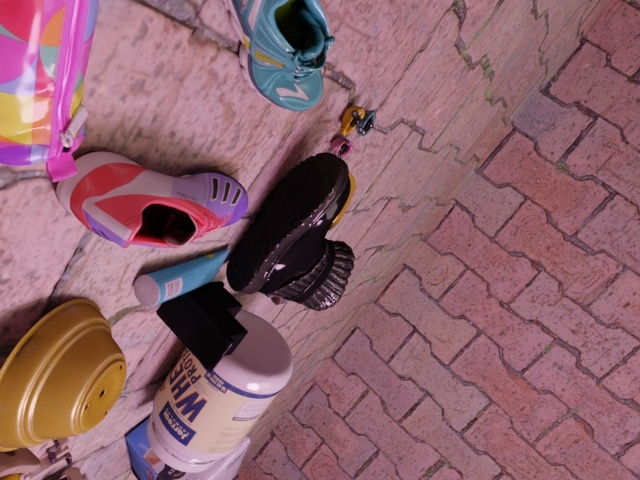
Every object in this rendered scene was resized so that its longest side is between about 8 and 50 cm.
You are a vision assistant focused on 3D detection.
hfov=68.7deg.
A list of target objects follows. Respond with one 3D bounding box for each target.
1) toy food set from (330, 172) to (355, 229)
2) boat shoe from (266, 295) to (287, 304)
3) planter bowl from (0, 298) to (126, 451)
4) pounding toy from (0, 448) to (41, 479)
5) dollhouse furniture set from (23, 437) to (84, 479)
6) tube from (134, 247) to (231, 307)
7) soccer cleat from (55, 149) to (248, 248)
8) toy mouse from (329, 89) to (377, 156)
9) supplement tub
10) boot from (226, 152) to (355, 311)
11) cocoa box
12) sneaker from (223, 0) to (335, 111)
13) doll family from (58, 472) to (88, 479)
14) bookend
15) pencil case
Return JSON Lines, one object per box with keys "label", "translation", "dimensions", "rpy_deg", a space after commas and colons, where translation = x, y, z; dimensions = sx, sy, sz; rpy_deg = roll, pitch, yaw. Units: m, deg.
{"label": "toy food set", "translation": [-0.012, -0.082, 1.026], "dimensions": [0.128, 0.071, 0.218], "rpy_deg": [0, 132, -34]}
{"label": "boat shoe", "translation": [-0.117, 0.105, 1.163], "dimensions": [0.066, 0.066, 0.183], "rpy_deg": [-32, 146, -31]}
{"label": "planter bowl", "translation": [-0.337, 0.198, 0.651], "dimensions": [0.217, 0.090, 0.217], "rpy_deg": [20, 90, -84]}
{"label": "pounding toy", "translation": [-0.445, 0.280, 0.584], "dimensions": [0.155, 0.154, 0.269], "rpy_deg": [-45, 162, -11]}
{"label": "dollhouse furniture set", "translation": [-0.496, 0.446, 0.877], "dimensions": [0.081, 0.114, 0.091], "rpy_deg": [-24, 153, -44]}
{"label": "tube", "translation": [-0.232, 0.063, 0.825], "dimensions": [0.080, 0.052, 0.207], "rpy_deg": [-51, 168, 22]}
{"label": "soccer cleat", "translation": [-0.179, -0.035, 0.622], "dimensions": [0.109, 0.116, 0.318], "rpy_deg": [-53, 162, 13]}
{"label": "toy mouse", "translation": [0.065, -0.221, 0.958], "dimensions": [0.161, 0.031, 0.143], "rpy_deg": [-50, 162, 5]}
{"label": "supplement tub", "translation": [-0.236, 0.344, 1.078], "dimensions": [0.325, 0.235, 0.235], "rpy_deg": [-55, 161, 18]}
{"label": "boot", "translation": [-0.002, -0.002, 0.954], "dimensions": [0.260, 0.131, 0.348], "rpy_deg": [19, 125, -42]}
{"label": "cocoa box", "translation": [-0.371, 0.603, 1.304], "dimensions": [0.231, 0.228, 0.347], "rpy_deg": [-35, 158, -37]}
{"label": "sneaker", "translation": [-0.039, -0.232, 0.562], "dimensions": [0.107, 0.110, 0.275], "rpy_deg": [-47, 163, -5]}
{"label": "doll family", "translation": [-0.580, 0.562, 0.994], "dimensions": [0.193, 0.076, 0.111], "rpy_deg": [-59, 156, 15]}
{"label": "bookend", "translation": [-0.202, 0.158, 0.907], "dimensions": [0.072, 0.156, 0.157], "rpy_deg": [-53, 163, 11]}
{"label": "pencil case", "translation": [-0.204, -0.164, 0.330], "dimensions": [0.104, 0.104, 0.236], "rpy_deg": [-28, 152, -49]}
